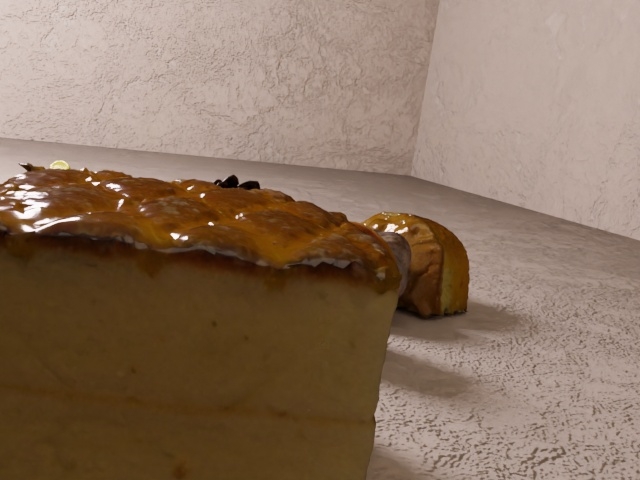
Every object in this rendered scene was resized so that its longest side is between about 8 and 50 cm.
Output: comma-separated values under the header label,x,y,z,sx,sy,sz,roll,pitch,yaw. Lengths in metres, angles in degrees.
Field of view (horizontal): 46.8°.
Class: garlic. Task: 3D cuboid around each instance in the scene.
label,x,y,z,sx,sy,sz,roll,pitch,yaw
garlic,0.051,0.045,1.032,0.159,0.102,0.147,-12,39,9

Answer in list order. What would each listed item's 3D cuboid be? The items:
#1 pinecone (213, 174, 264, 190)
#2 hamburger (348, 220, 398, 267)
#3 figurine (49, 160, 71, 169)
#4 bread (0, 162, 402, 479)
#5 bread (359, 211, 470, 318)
label,x,y,z,sx,sy,sz,roll,pitch,yaw
pinecone,-0.118,-0.006,1.085,0.163,0.162,0.165,-2,28,-43
hamburger,0.012,0.049,0.872,0.162,0.161,0.115,14,8,27
figurine,-0.429,-0.069,1.335,0.178,0.109,0.130,20,-6,34
bread,-0.108,0.067,0.546,0.279,0.206,0.279,6,10,-10
bread,0.133,0.027,1.147,0.143,0.139,0.229,9,9,-42
